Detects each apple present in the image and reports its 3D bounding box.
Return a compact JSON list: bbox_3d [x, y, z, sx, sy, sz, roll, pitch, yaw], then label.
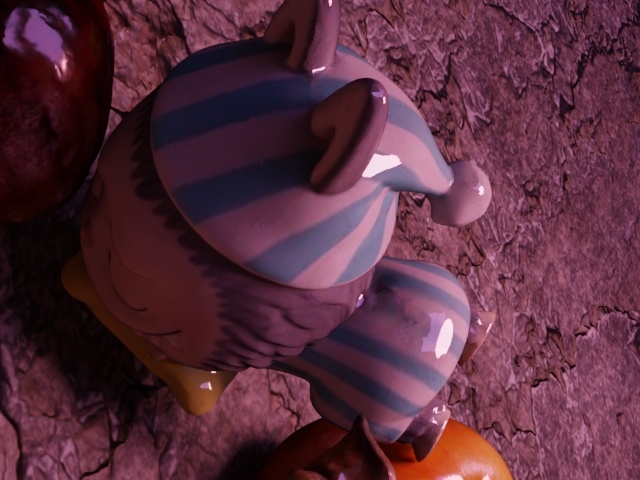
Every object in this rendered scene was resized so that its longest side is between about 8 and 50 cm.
[{"bbox_3d":[0.058,0.270,1.223,0.242,0.241,0.242,31,51,-46],"label":"apple"}]

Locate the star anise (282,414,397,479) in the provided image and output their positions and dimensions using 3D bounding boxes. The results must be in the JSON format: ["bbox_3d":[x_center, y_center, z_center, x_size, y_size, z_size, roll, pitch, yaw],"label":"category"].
[{"bbox_3d":[0.000,0.294,0.965,0.315,0.108,0.315,1,90,-79],"label":"star anise"}]

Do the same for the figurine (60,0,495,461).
[{"bbox_3d":[0.000,0.000,0.995,0.361,0.377,0.266,28,70,-4],"label":"figurine"}]

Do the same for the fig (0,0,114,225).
[{"bbox_3d":[-0.263,-0.127,1.016,0.224,0.224,0.263,-54,132,-52],"label":"fig"}]
